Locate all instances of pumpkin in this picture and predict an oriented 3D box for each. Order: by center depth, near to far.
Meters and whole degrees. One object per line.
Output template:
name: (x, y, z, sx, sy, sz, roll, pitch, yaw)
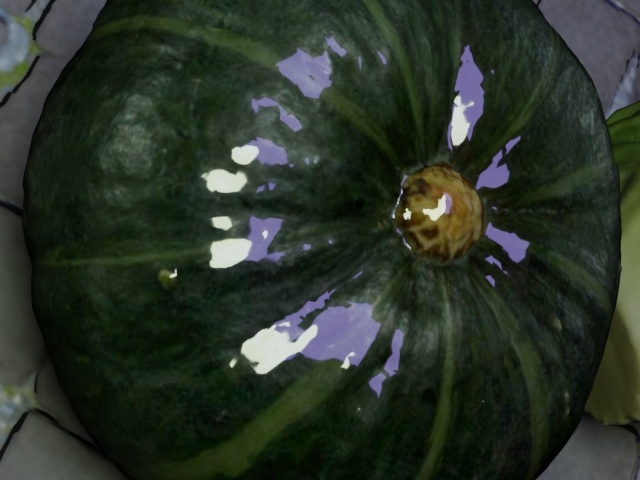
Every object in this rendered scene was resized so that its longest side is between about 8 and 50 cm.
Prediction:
pumpkin: (0.000, 0.000, 0.806, 0.300, 0.207, 0.300, 7, 79, -39)

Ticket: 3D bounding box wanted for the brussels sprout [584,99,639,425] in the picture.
brussels sprout: (0.236, 0.002, 0.935, 0.244, 0.244, 0.244, 10, 68, -27)
